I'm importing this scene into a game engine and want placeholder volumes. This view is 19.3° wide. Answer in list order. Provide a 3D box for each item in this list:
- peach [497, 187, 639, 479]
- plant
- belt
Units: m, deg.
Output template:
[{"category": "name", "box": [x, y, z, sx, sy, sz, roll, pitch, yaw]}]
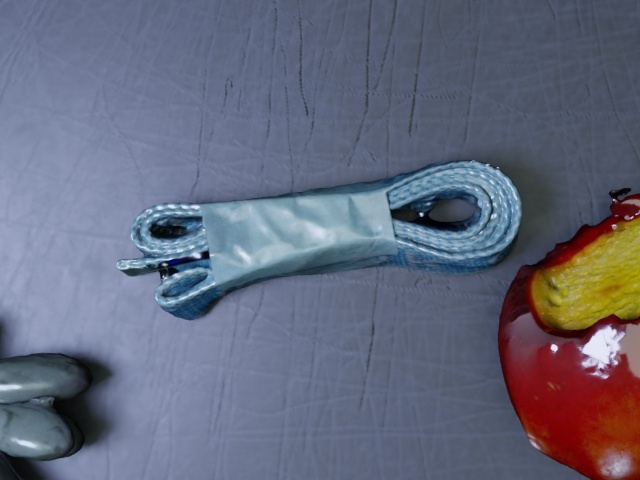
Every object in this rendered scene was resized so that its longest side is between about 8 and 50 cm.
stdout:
[{"category": "peach", "box": [0.231, 0.058, 1.330, 0.196, 0.190, 0.226, 23, 98, 12]}, {"category": "plant", "box": [-0.306, 0.103, 1.379, 0.274, 0.149, 0.146, 20, 91, 0]}, {"category": "belt", "box": [0.000, 0.000, 1.400, 0.302, 0.072, 0.087, -9, 87, 3]}]
